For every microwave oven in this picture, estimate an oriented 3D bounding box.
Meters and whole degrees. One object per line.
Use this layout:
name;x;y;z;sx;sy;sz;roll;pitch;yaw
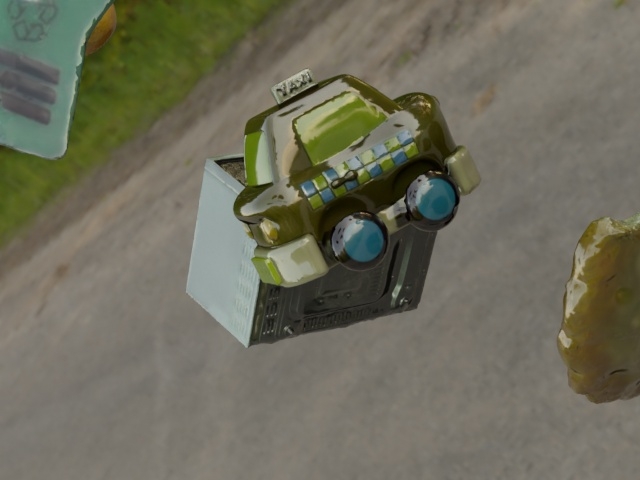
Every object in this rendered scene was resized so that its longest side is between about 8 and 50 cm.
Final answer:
microwave oven;0.000;0.000;1.857;0.181;0.295;0.238;37;126;43

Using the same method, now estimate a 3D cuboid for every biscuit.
biscuit;0.392;0.034;1.476;0.335;0.329;0.078;-35;53;-14

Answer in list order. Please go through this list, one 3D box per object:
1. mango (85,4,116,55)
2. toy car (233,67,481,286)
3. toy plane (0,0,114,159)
mango;-0.216;-0.165;1.111;0.114;0.057;0.079;-35;26;-22
toy car;0.020;-0.082;1.417;0.247;0.198;0.204;-29;8;-14
toy plane;-0.235;-0.118;0.472;0.106;0.381;0.155;41;-124;-73
